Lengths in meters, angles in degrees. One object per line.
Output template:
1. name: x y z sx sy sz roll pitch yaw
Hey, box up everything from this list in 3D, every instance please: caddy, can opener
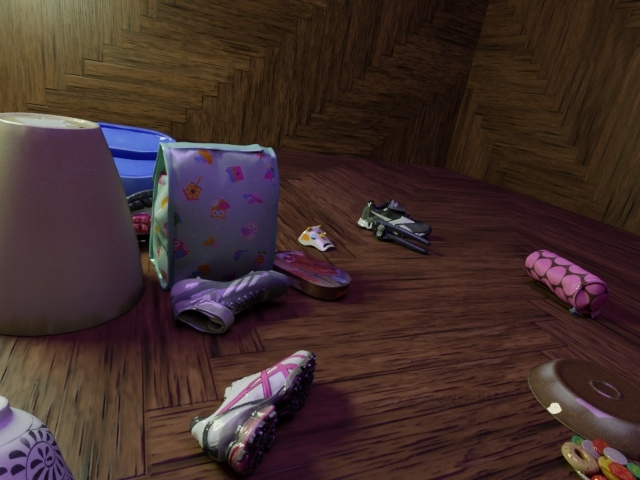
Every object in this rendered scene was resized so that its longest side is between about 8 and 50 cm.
1. caddy: -0.520 -0.164 1.038 0.341 0.179 0.241 6 42 -12
2. can opener: 0.230 -0.015 1.161 0.186 0.059 0.073 21 22 29

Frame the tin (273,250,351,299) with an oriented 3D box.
1. tin: -0.027 0.070 0.838 0.189 0.040 0.106 23 19 31

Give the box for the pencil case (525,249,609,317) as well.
1. pencil case: 0.596 0.101 0.985 0.095 0.098 0.209 -34 19 10

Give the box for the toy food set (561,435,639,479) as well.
1. toy food set: 0.342 0.273 0.485 0.082 0.020 0.083 -4 24 -34

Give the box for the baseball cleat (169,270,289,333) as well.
1. baseball cleat: -0.139 0.105 0.666 0.205 0.072 0.109 -5 38 -24

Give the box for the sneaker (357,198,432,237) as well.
1. sneaker: 0.240 -0.073 1.254 0.234 0.106 0.078 11 21 1

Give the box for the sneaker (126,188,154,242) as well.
1. sneaker: -0.446 -0.038 0.847 0.299 0.121 0.112 -6 -4 -36

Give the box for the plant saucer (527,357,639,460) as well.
1. plant saucer: 0.424 0.236 0.604 0.198 0.036 0.198 10 19 -3

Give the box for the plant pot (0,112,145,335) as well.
1. plant pot: -0.406 -0.043 0.611 0.256 0.274 0.256 8 20 -3

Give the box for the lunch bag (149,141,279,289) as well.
1. lunch bag: -0.200 -0.057 0.767 0.223 0.262 0.160 -4 24 -32

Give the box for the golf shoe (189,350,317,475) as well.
1. golf shoe: -0.068 0.178 0.474 0.086 0.068 0.186 17 21 22

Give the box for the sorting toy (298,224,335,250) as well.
1. sorting toy: 0.000 0.000 1.051 0.075 0.045 0.083 43 34 25

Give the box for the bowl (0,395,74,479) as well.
1. bowl: -0.281 0.167 0.298 0.170 0.080 0.170 1 -1 0
